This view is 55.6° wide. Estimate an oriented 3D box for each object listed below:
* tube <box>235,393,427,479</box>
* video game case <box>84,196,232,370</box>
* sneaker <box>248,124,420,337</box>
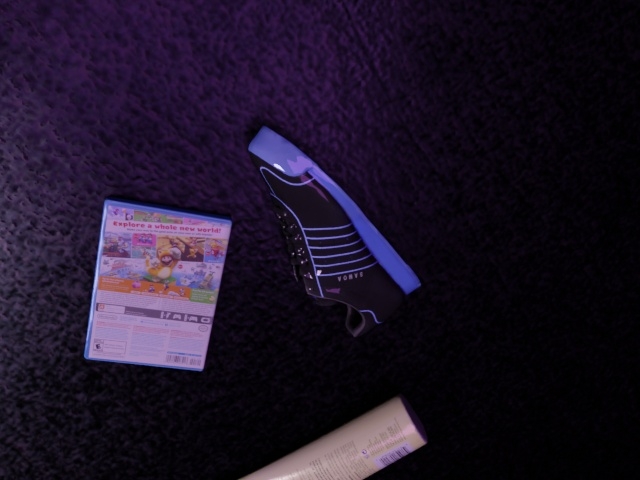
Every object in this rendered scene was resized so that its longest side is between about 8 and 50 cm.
[{"bbox_3d":[0.003,0.256,0.687,0.240,0.062,0.070,-32,69,6],"label":"tube"},{"bbox_3d":[-0.160,0.047,0.598,0.119,0.015,0.167,9,107,-14],"label":"video game case"},{"bbox_3d":[0.000,0.000,0.578,0.090,0.081,0.232,-44,113,-2],"label":"sneaker"}]
